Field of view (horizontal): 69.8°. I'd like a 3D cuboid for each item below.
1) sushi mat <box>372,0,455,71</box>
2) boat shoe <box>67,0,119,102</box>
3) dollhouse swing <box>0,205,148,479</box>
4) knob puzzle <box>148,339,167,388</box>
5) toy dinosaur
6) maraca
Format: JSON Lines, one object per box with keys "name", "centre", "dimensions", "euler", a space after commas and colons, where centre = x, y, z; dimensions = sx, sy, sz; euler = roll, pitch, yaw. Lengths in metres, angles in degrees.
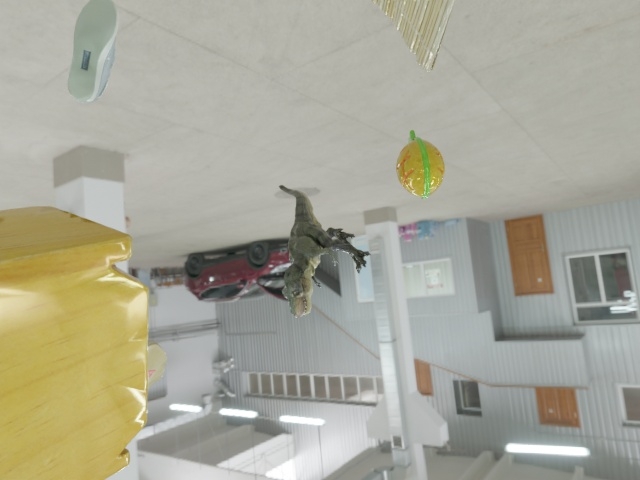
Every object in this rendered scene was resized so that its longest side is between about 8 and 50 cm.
{"name": "sushi mat", "centre": [0.098, -0.317, 0.384], "dimensions": [0.019, 0.152, 0.317], "euler": [-19, 152, -16]}
{"name": "boat shoe", "centre": [-0.499, -0.419, 1.019], "dimensions": [0.079, 0.228, 0.081], "euler": [19, -169, -11]}
{"name": "dollhouse swing", "centre": [-0.424, 0.117, 0.539], "dimensions": [0.304, 0.347, 0.315], "euler": [29, -150, 36]}
{"name": "knob puzzle", "centre": [-0.350, 0.237, 0.791], "dimensions": [0.213, 0.030, 0.213], "euler": [-35, 155, -19]}
{"name": "toy dinosaur", "centre": [0.000, 0.000, 0.664], "dimensions": [0.118, 0.268, 0.064], "euler": [16, 125, -18]}
{"name": "maraca", "centre": [0.211, -0.165, 0.991], "dimensions": [0.099, 0.127, 0.186], "euler": [-4, -146, 1]}
